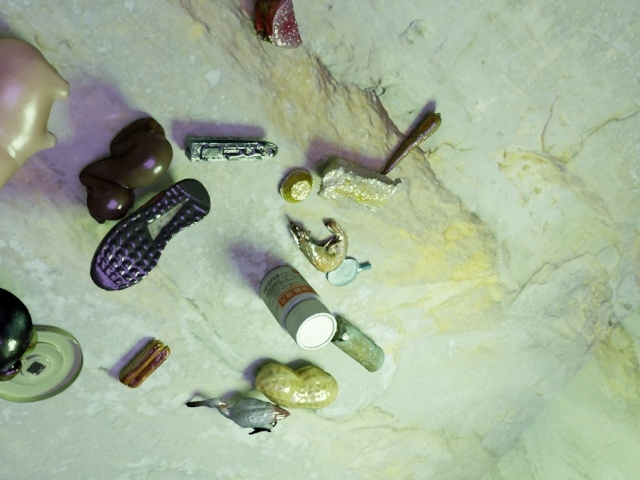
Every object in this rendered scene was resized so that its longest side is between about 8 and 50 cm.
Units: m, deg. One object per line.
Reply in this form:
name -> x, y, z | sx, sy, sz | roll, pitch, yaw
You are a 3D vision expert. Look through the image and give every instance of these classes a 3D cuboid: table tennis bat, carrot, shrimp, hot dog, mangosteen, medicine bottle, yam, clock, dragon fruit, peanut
table tennis bat -> 0.090, 0.095, 1.979 | 0.155, 0.019, 0.100 | -13, 124, -22
carrot -> 0.256, -0.271, 1.830 | 0.254, 0.049, 0.049 | -45, 131, 8
shrimp -> -0.001, -0.001, 1.850 | 0.143, 0.052, 0.251 | -53, 137, -7
hot dog -> -0.493, 0.348, 1.776 | 0.165, 0.045, 0.071 | -44, 133, 1
mangosteen -> -0.762, 0.215, 1.430 | 0.243, 0.243, 0.243 | -15, 125, -22
medicine bottle -> -0.065, 0.190, 1.793 | 0.144, 0.252, 0.145 | -14, 126, -21
yam -> 0.120, 0.348, 2.111 | 0.093, 0.093, 0.259 | -46, 131, 2
clock -> -0.730, 0.321, 1.628 | 0.235, 0.029, 0.235 | -15, 125, -22
dragon fruit -> -0.111, -0.495, 1.437 | 0.096, 0.102, 0.147 | -29, 134, -9
peanut -> -0.075, 0.469, 2.051 | 0.305, 0.147, 0.147 | 9, 114, -30

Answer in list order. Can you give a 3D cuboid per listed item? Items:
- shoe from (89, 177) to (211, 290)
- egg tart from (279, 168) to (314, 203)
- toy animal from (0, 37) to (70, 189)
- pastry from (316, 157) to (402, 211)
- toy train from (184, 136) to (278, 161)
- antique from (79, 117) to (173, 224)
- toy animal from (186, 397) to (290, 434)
shoe -> -0.420, -0.019, 1.502 | 0.336, 0.171, 0.132 | -47, 113, -26
egg tart -> -0.060, -0.143, 1.726 | 0.105, 0.039, 0.105 | -14, 123, -22
toy animal -> -0.642, -0.233, 1.220 | 0.269, 0.237, 0.326 | 6, 111, -43
pastry -> 0.097, -0.152, 1.779 | 0.258, 0.089, 0.121 | 11, 116, -34
toy train -> -0.216, -0.227, 1.572 | 0.233, 0.051, 0.052 | -6, 122, -31
antique -> -0.435, -0.147, 1.435 | 0.257, 0.143, 0.121 | -44, 133, 4
toy animal -> -0.234, 0.544, 1.990 | 0.195, 0.090, 0.324 | -29, 137, 30
